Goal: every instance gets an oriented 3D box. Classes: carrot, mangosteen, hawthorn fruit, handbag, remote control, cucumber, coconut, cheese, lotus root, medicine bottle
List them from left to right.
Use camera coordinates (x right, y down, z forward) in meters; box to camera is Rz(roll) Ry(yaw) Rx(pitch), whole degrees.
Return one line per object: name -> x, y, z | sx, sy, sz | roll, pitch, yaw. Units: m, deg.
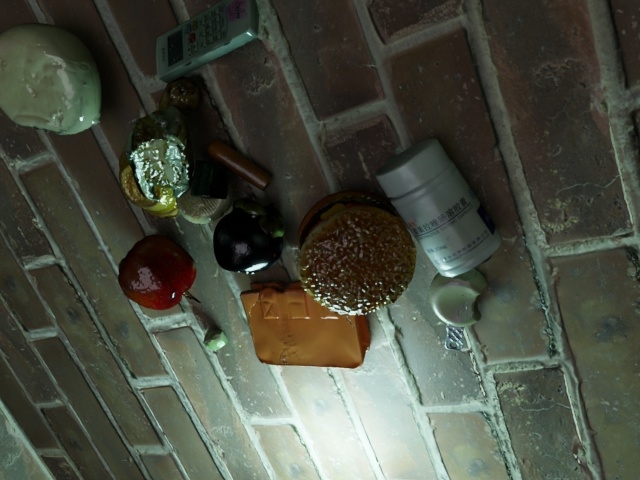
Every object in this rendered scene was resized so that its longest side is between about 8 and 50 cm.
hawthorn fruit -> -0.539, 0.131, 1.828 | 0.300, 0.254, 0.254 | 39, 124, -14
lotus root -> -0.439, -0.416, 1.600 | 0.191, 0.095, 0.108 | -30, 80, 39
remote control -> -0.317, -0.559, 1.460 | 0.344, 0.050, 0.145 | -16, 71, 28
cucumber -> -0.337, -0.181, 1.596 | 0.117, 0.062, 0.115 | 6, 84, 14
coconut -> -0.394, 0.369, 1.972 | 0.083, 0.082, 0.081 | -9, 119, 52
carrot -> -0.252, -0.234, 1.622 | 0.225, 0.067, 0.067 | 33, 123, 2
mangosteen -> -0.217, -0.013, 1.639 | 0.243, 0.243, 0.242 | 9, 118, 18
handbag -> -0.048, 0.273, 1.764 | 0.410, 0.116, 0.303 | -2, 111, 23
medicine bottle -> 0.306, -0.089, 1.386 | 0.190, 0.190, 0.332 | -31, 100, 32
cheese -> 0.403, 0.208, 1.562 | 0.163, 0.082, 0.286 | 5, 119, 21

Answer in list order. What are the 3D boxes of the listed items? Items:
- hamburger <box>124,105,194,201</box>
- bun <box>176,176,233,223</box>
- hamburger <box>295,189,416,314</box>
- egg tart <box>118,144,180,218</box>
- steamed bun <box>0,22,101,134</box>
hamburger -> -0.465, -0.267, 1.559 | 0.168, 0.192, 0.288 | -1, 145, -4
bun -> -0.364, -0.133, 1.684 | 0.188, 0.111, 0.164 | -36, 81, 9
hamburger -> 0.095, 0.033, 1.463 | 0.330, 0.250, 0.329 | 0, 117, 0
egg tart -> -0.560, -0.193, 1.747 | 0.288, 0.118, 0.288 | 9, 121, 16
steamed bun -> -0.817, -0.503, 1.629 | 0.334, 0.233, 0.311 | 19, 119, 3
